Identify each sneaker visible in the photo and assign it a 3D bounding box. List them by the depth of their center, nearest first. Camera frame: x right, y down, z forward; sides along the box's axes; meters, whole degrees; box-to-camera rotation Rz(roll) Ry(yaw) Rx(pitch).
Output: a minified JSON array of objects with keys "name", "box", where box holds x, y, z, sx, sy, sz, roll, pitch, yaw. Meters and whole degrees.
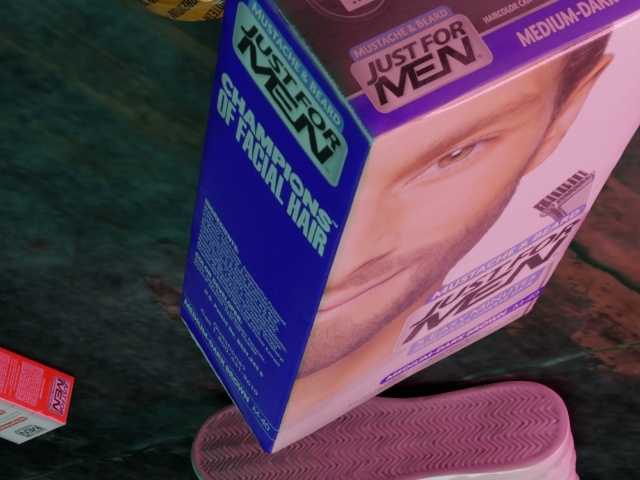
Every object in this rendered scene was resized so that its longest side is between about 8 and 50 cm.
[{"name":"sneaker","box":[0.058,0.191,1.300,0.292,0.108,0.169,-3,147,15]}]

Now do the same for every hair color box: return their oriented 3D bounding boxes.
[{"name":"hair color box","box":[0.044,-0.035,0.801,0.185,0.110,0.339,-27,158,-20]},{"name":"hair color box","box":[-0.270,0.108,1.283,0.141,0.043,0.072,28,145,-32]}]

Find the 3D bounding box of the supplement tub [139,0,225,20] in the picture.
[{"name":"supplement tub","box":[-0.074,-0.176,0.641,0.117,0.117,0.190,-5,150,20]}]
